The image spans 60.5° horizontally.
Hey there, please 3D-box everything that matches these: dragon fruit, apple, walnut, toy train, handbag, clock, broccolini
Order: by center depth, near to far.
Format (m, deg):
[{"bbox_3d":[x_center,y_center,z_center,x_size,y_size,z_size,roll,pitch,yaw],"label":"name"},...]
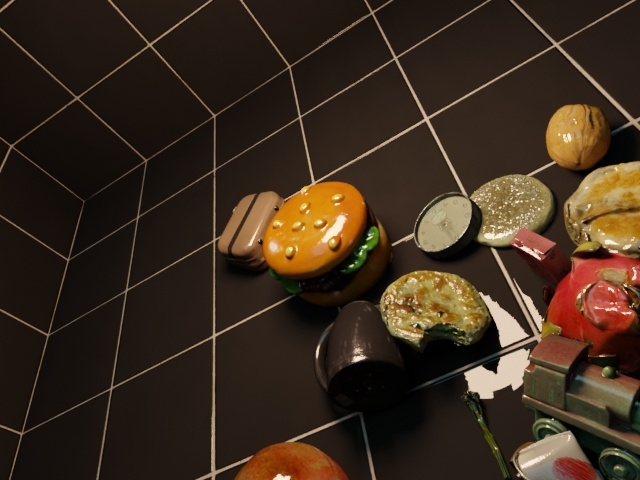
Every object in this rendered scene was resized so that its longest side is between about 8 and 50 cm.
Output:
[{"bbox_3d":[0.544,0.327,1.063,0.150,0.221,0.305,-28,30,-36],"label":"toy train"},{"bbox_3d":[0.625,0.140,1.176,0.306,0.226,0.305,-21,47,24],"label":"dragon fruit"},{"bbox_3d":[-0.072,0.616,1.245,0.319,0.319,0.277,-50,42,-9],"label":"apple"},{"bbox_3d":[0.379,0.443,1.260,0.042,0.044,0.218,-18,49,5],"label":"broccolini"},{"bbox_3d":[0.717,-0.285,1.525,0.165,0.165,0.197,-10,58,32],"label":"walnut"},{"bbox_3d":[0.375,-0.048,1.644,0.215,0.042,0.214,-32,40,31],"label":"clock"},{"bbox_3d":[-0.274,-0.037,2.112,0.283,0.149,0.301,0,58,41],"label":"handbag"}]

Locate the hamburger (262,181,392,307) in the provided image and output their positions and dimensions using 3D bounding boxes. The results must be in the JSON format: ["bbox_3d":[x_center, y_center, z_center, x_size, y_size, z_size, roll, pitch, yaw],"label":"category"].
[{"bbox_3d":[0.000,0.000,1.757,0.396,0.277,0.395,-21,44,22],"label":"hamburger"}]

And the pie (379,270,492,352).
[{"bbox_3d":[0.298,0.180,1.441,0.303,0.066,0.302,-4,33,3],"label":"pie"}]

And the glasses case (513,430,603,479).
[{"bbox_3d":[0.490,0.500,0.986,0.128,0.083,0.308,-42,63,15],"label":"glasses case"}]

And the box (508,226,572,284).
[{"bbox_3d":[0.555,0.042,1.370,0.060,0.156,0.111,-50,39,2],"label":"box"}]

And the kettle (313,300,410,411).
[{"bbox_3d":[0.088,0.300,1.491,0.269,0.207,0.290,-33,33,19],"label":"kettle"}]

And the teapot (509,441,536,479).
[{"bbox_3d":[0.448,0.466,1.133,0.085,0.110,0.080,39,71,11],"label":"teapot"}]

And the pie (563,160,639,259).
[{"bbox_3d":[0.770,-0.074,1.354,0.339,0.077,0.339,-25,34,18],"label":"pie"}]

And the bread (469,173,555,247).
[{"bbox_3d":[0.538,-0.091,1.588,0.267,0.040,0.266,-22,44,23],"label":"bread"}]
